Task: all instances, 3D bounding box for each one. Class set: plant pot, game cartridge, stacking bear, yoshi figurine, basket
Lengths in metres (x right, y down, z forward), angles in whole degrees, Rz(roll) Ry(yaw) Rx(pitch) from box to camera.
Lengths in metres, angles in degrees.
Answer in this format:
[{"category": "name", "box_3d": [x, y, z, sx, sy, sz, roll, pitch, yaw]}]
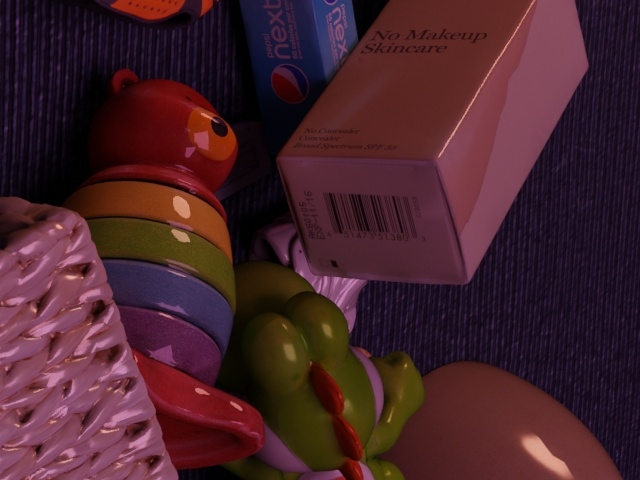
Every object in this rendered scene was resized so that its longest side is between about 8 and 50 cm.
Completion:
[{"category": "plant pot", "box_3d": [0.188, 0.274, 1.854, 0.284, 0.191, 0.284, -15, 111, -43]}, {"category": "game cartridge", "box_3d": [-0.077, -0.067, 1.622, 0.083, 0.017, 0.056, -30, 124, -37]}, {"category": "stacking bear", "box_3d": [-0.131, 0.009, 1.456, 0.175, 0.164, 0.289, 29, 54, -35]}, {"category": "yoshi figurine", "box_3d": [-0.021, 0.149, 1.607, 0.362, 0.203, 0.203, 83, 27, -46]}, {"category": "basket", "box_3d": [-0.309, 0.142, 1.215, 0.328, 0.331, 0.266, -33, 120, -35]}]

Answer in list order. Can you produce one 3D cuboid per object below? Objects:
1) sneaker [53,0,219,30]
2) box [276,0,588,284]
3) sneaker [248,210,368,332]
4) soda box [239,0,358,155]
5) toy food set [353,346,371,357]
[{"category": "sneaker", "box_3d": [-0.161, -0.274, 1.406, 0.180, 0.124, 0.321, -53, 126, -15]}, {"category": "box", "box_3d": [0.100, -0.107, 1.602, 0.311, 0.148, 0.121, -58, 141, -45]}, {"category": "sneaker", "box_3d": [0.000, 0.000, 1.668, 0.115, 0.090, 0.232, 37, 73, -41]}, {"category": "soda box", "box_3d": [-0.017, -0.176, 1.606, 0.067, 0.071, 0.210, -42, 129, -52]}, {"category": "toy food set", "box_3d": [0.011, 0.133, 1.759, 0.083, 0.020, 0.083, 15, 90, -47]}]
